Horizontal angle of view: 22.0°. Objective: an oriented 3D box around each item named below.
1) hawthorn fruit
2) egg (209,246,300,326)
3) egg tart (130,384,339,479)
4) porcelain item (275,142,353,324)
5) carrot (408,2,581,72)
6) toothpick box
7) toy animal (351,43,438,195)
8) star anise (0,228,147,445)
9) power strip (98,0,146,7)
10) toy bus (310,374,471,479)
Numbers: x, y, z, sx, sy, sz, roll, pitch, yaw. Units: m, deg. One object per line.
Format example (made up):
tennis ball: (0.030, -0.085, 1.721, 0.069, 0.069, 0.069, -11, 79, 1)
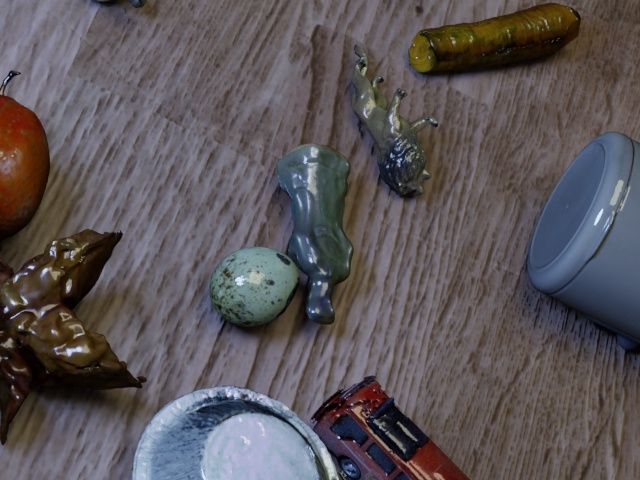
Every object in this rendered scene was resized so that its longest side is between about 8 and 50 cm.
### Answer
hawthorn fruit: (-0.345, -0.094, 1.679, 0.157, 0.157, 0.194, 23, 58, -11)
egg: (-0.069, 0.049, 1.768, 0.110, 0.085, 0.085, -12, 64, -44)
egg tart: (-0.074, 0.243, 1.632, 0.234, 0.094, 0.234, 13, 52, -18)
porcelain item: (0.000, 0.000, 1.843, 0.081, 0.069, 0.216, 24, 48, -38)
carrot: (0.228, -0.263, 2.131, 0.260, 0.070, 0.070, -13, 66, -32)
toothpick box: (0.419, 0.039, 1.946, 0.316, 0.229, 0.229, 27, 51, -9)
toy animal: (0.084, -0.157, 1.985, 0.069, 0.086, 0.220, 35, 29, -55)
star anise: (-0.298, 0.109, 1.577, 0.237, 0.148, 0.346, 34, 40, 2)
power strip: (-0.334, -0.416, 1.941, 0.066, 0.092, 0.387, -36, 79, -36)
toy bus: (0.094, 0.245, 1.711, 0.235, 0.096, 0.073, 47, 49, 7)
